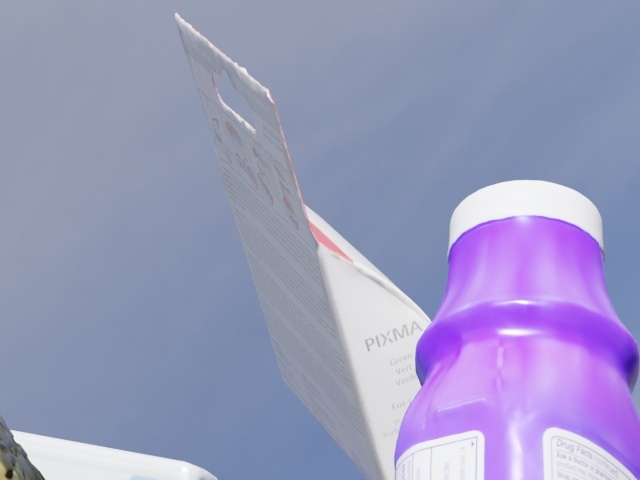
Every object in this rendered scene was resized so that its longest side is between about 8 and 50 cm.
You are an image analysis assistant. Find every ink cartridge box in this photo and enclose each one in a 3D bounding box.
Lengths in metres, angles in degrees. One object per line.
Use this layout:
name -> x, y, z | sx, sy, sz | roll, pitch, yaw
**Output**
ink cartridge box -> 0.000, 0.000, 0.998 | 0.056, 0.181, 0.225 | -20, -67, -13

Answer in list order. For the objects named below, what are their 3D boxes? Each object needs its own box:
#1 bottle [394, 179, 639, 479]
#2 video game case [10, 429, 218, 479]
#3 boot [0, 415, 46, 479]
bottle -> 0.081, 0.107, 0.769 | 0.092, 0.283, 0.118 | -17, -40, 26
video game case -> -0.226, 0.219, 0.871 | 0.036, 0.329, 0.300 | 41, -120, -58
boot -> -0.221, 0.170, 0.762 | 0.269, 0.236, 0.089 | -38, -11, -3
